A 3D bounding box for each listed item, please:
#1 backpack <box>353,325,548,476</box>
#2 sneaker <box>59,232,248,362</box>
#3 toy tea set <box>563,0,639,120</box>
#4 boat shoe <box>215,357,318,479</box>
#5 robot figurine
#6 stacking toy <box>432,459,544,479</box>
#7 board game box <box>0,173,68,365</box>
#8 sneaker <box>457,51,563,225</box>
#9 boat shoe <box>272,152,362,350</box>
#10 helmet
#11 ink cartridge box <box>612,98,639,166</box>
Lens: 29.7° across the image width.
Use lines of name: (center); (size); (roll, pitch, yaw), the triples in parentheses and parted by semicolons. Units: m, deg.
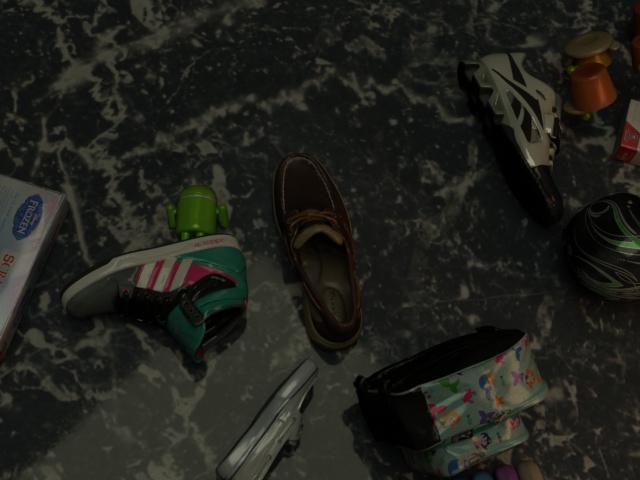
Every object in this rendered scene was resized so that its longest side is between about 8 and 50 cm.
backpack: (0.211, 0.233, 1.804); (0.253, 0.225, 0.191); (-28, 95, -20)
sneaker: (-0.241, 0.111, 1.874); (0.295, 0.124, 0.178); (-16, 60, -12)
toy tea set: (0.546, -0.306, 2.088); (0.336, 0.124, 0.200); (-29, 31, -11)
boat shoe: (-0.064, 0.286, 1.843); (0.076, 0.083, 0.226); (39, 81, -1)
robot figurine: (-0.201, -0.039, 1.963); (0.101, 0.067, 0.115); (-2, 67, 7)
stacking toy: (0.166, 0.411, 1.786); (0.330, 0.141, 0.141); (-6, 68, 1)
board game box: (-0.605, 0.027, 1.902); (0.318, 0.066, 0.319); (18, 67, 3)
sneaker: (0.362, -0.187, 2.041); (0.146, 0.122, 0.331); (-18, 71, -10)
boat shoe: (0.000, 0.000, 1.932); (0.123, 0.123, 0.342); (-8, 68, -8)
helmet: (0.486, 0.022, 1.945); (0.169, 0.169, 0.162); (-18, 54, -12)
ink cartridge box: (0.585, -0.174, 2.090); (0.135, 0.056, 0.099); (17, 68, 3)
